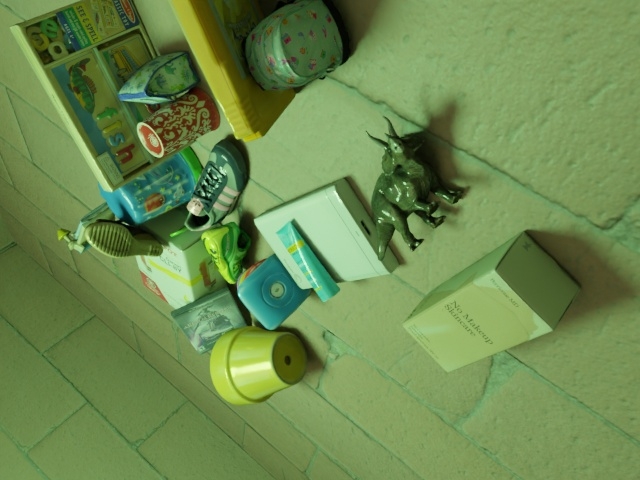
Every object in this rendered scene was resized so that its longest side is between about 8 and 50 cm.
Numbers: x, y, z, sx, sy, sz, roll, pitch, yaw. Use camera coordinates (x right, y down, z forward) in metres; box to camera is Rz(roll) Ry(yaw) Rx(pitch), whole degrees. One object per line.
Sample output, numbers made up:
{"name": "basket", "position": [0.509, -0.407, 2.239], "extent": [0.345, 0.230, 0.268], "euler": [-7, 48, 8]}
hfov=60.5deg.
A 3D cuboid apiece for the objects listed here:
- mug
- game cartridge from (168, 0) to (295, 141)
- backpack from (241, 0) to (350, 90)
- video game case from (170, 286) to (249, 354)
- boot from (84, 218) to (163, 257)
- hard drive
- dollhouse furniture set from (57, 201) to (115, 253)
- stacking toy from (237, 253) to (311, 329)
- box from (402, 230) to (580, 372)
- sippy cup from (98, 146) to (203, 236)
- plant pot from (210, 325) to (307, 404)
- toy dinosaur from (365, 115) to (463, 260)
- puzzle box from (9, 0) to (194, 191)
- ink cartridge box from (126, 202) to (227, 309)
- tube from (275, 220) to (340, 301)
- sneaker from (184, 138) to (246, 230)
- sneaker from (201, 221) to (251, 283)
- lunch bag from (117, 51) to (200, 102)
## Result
{"name": "mug", "position": [-0.343, -0.266, 1.320], "extent": [0.113, 0.169, 0.150], "euler": [39, 145, 13]}
{"name": "game cartridge", "position": [-0.146, -0.354, 0.933], "extent": [0.053, 0.285, 0.323], "euler": [-16, 116, 20]}
{"name": "backpack", "position": [-0.040, -0.326, 0.909], "extent": [0.115, 0.182, 0.152], "euler": [-7, 118, 51]}
{"name": "video game case", "position": [-0.357, 0.272, 1.827], "extent": [0.274, 0.196, 0.026], "euler": [76, 167, -53]}
{"name": "boot", "position": [-0.585, -0.017, 1.537], "extent": [0.207, 0.090, 0.248], "euler": [22, 180, 37]}
{"name": "hard drive", "position": [0.000, 0.000, 1.317], "extent": [0.353, 0.047, 0.233], "euler": [-16, 112, 54]}
{"name": "dollhouse furniture set", "position": [-0.703, -0.144, 1.727], "extent": [0.198, 0.303, 0.286], "euler": [49, 146, -3]}
{"name": "stacking toy", "position": [-0.177, 0.132, 1.585], "extent": [0.165, 0.175, 0.302], "euler": [52, 160, -15]}
{"name": "box", "position": [0.306, 0.127, 1.034], "extent": [0.148, 0.121, 0.311], "euler": [46, 147, 5]}
{"name": "sippy cup", "position": [-0.481, -0.163, 1.531], "extent": [0.305, 0.224, 0.240], "euler": [36, 144, 18]}
{"name": "plant pot", "position": [-0.182, 0.394, 1.762], "extent": [0.239, 0.254, 0.254], "euler": [-17, 111, 38]}
{"name": "toy dinosaur", "position": [0.156, -0.083, 1.026], "extent": [0.160, 0.121, 0.313], "euler": [48, 153, 22]}
{"name": "puzzle box", "position": [-0.492, -0.355, 1.308], "extent": [0.052, 0.272, 0.408], "euler": [12, 133, 43]}
{"name": "ink cartridge box", "position": [-0.461, 0.049, 1.778], "extent": [0.279, 0.160, 0.384], "euler": [31, 143, 22]}
{"name": "tube", "position": [-0.031, 0.050, 1.324], "extent": [0.207, 0.052, 0.080], "euler": [55, 139, -1]}
{"name": "sneaker", "position": [-0.280, -0.125, 1.426], "extent": [0.112, 0.131, 0.319], "euler": [41, 146, 11]}
{"name": "sneaker", "position": [-0.250, 0.037, 1.576], "extent": [0.109, 0.124, 0.295], "euler": [55, 168, 17]}
{"name": "lunch bag", "position": [-0.380, -0.367, 1.277], "extent": [0.129, 0.151, 0.096], "euler": [8, 129, 43]}
